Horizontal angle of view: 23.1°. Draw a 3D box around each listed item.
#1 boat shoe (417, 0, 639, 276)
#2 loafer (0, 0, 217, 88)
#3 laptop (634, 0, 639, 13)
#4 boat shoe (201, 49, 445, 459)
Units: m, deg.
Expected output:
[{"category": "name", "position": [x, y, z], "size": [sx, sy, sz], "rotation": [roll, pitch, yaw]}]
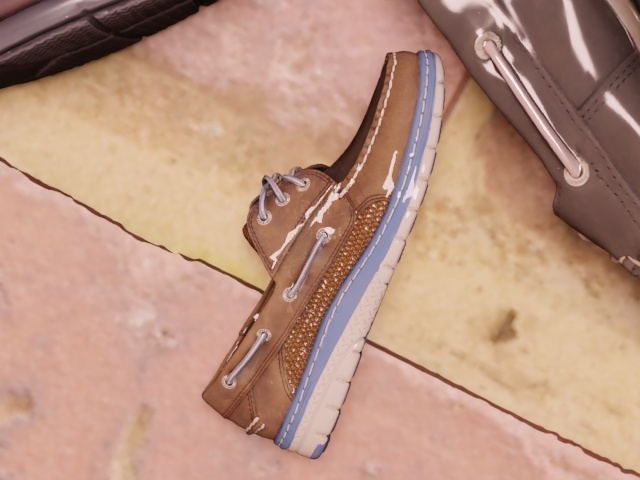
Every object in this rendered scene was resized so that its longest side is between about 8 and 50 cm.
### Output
[{"category": "boat shoe", "position": [0.107, -0.077, 0.658], "size": [0.095, 0.112, 0.335], "rotation": [-28, 95, 34]}, {"category": "loafer", "position": [-0.145, -0.105, 0.633], "size": [0.302, 0.109, 0.095], "rotation": [-24, 91, 2]}, {"category": "laptop", "position": [0.217, -0.173, 0.630], "size": [0.264, 0.136, 0.234], "rotation": [-26, 96, -1]}, {"category": "boat shoe", "position": [0.000, 0.000, 0.666], "size": [0.066, 0.066, 0.183], "rotation": [19, 93, -3]}]
